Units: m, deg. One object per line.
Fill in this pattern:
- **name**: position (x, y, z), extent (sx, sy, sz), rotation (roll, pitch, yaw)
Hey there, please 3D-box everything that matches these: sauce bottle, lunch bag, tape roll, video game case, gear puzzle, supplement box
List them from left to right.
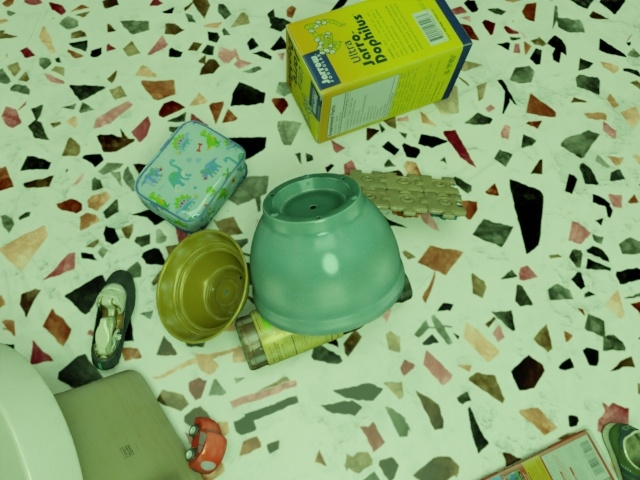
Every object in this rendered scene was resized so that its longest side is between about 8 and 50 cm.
- **tape roll**: position (-0.494, 0.350, 0.792), extent (0.392, 0.392, 0.072), rotation (53, 31, 16)
- **lunch bag**: position (-0.274, -0.138, 1.122), extent (0.176, 0.090, 0.219), rotation (29, 70, 7)
- **sauce bottle**: position (0.010, 0.140, 1.020), extent (0.345, 0.111, 0.111), rotation (-20, 71, -12)
- **supplement box**: position (0.119, -0.400, 1.189), extent (0.357, 0.194, 0.195), rotation (-21, 72, -11)
- **gear puzzle**: position (0.131, -0.092, 1.123), extent (0.339, 0.044, 0.175), rotation (5, 34, -1)
- **video game case**: position (0.417, 0.495, 0.947), extent (0.285, 0.025, 0.204), rotation (-20, 71, -11)

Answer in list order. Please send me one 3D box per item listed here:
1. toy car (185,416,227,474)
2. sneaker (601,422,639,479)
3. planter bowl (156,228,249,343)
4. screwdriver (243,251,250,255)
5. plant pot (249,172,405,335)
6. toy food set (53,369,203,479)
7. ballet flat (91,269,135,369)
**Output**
- **toy car**: position (-0.179, 0.438, 0.877), extent (0.053, 0.239, 0.224), rotation (-30, 98, 25)
- **sneaker**: position (0.586, 0.426, 0.950), extent (0.064, 0.086, 0.192), rotation (-16, 71, -9)
- **planter bowl**: position (-0.206, 0.094, 1.017), extent (0.217, 0.090, 0.217), rotation (-9, 70, 26)
- **screwdriver**: position (-0.178, 0.024, 1.107), extent (0.170, 0.025, 0.024), rotation (16, 68, -6)
- **plant pot**: position (0.000, 0.000, 0.953), extent (0.293, 0.196, 0.293), rotation (-7, 34, 5)
- **toy food set**: position (-0.345, 0.371, 0.869), extent (0.092, 0.220, 0.306), rotation (-45, 73, 22)
- **ballet flat**: position (-0.403, 0.146, 1.015), extent (0.074, 0.074, 0.203), rotation (3, 68, -2)
